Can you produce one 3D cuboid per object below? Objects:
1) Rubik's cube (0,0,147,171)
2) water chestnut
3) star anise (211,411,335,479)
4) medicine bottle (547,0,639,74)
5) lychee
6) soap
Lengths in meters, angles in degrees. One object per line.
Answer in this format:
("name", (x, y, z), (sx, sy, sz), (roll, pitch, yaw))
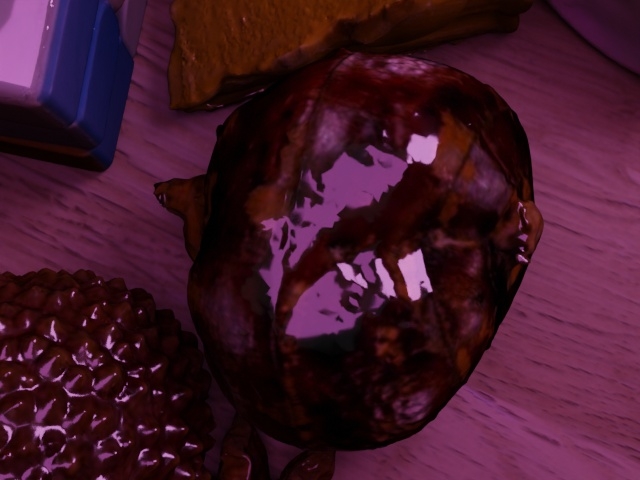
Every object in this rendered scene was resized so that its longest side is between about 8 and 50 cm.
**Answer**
("Rubik's cube", (-0.323, -0.270, 0.984), (0.346, 0.344, 0.347), (10, 86, -2))
("water chestnut", (0.000, 0.000, 0.991), (0.346, 0.335, 0.335), (18, 84, 17))
("star anise", (-0.051, 0.252, 1.061), (0.196, 0.111, 0.212), (-24, 78, -10))
("medicine bottle", (0.375, -0.342, 1.060), (0.219, 0.219, 0.388), (41, 85, 3))
("lychee", (-0.247, 0.163, 0.969), (0.306, 0.306, 0.330), (43, 61, 3))
("soap", (0.011, -0.231, 1.003), (0.338, 0.304, 0.169), (-15, 81, -2))
